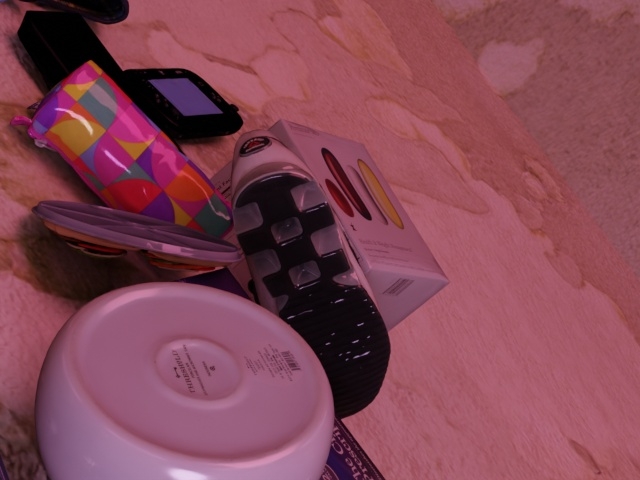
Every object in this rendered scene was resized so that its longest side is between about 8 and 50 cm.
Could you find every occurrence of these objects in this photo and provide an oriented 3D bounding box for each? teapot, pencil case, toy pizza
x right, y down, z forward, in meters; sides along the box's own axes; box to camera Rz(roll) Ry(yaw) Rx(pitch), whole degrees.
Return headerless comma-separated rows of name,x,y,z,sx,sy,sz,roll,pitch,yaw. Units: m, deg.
teapot,-0.120,0.166,1.514,0.253,0.187,0.256,24,37,7
pencil case,-0.193,-0.073,1.904,0.236,0.104,0.104,43,21,-11
toy pizza,-0.173,0.001,1.772,0.201,0.032,0.201,14,6,-1

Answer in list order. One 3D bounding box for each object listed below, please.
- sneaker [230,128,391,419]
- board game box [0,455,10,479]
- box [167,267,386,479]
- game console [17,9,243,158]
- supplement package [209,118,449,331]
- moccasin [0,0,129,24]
sneaker,-0.014,0.031,1.909,0.146,0.122,0.330,-110,-175,-56
board game box,-0.313,0.122,1.372,0.165,0.042,0.243,23,33,-51
box,-0.077,0.163,1.716,0.261,0.103,0.184,53,23,9
game console,-0.199,-0.166,2.132,0.213,0.044,0.361,53,20,9
supplement package,0.000,0.000,2.095,0.194,0.149,0.203,10,44,-60
moccasin,-0.302,-0.322,2.064,0.342,0.138,0.117,10,48,-59
